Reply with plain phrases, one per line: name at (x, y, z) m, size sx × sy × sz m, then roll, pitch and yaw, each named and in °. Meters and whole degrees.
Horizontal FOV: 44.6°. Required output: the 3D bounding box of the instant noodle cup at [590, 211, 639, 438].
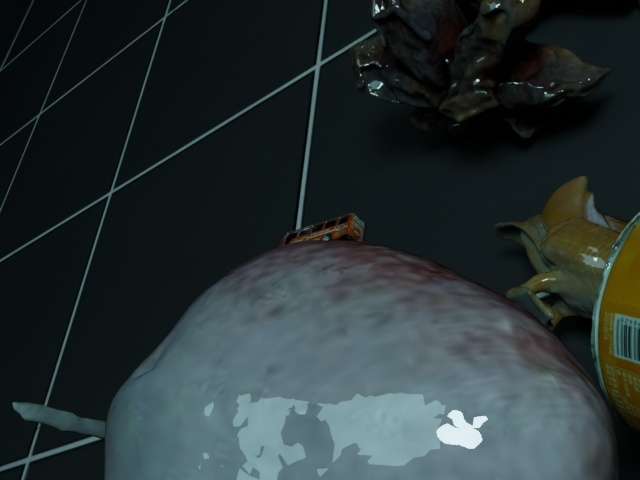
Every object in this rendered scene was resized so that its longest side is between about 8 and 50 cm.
instant noodle cup at (0.265, 0.055, 0.408) m, size 0.215 × 0.216 × 0.172 m, roll -60°, pitch 25°, yaw -9°

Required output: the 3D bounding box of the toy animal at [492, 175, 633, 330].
toy animal at (0.220, 0.003, 0.606) m, size 0.179 × 0.089 × 0.188 m, roll -37°, pitch 36°, yaw -5°

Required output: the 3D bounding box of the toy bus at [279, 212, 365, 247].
toy bus at (0.000, 0.000, 0.892) m, size 0.110 × 0.031 × 0.043 m, roll -16°, pitch 47°, yaw 38°

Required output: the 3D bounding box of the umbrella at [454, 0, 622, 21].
umbrella at (0.194, -0.290, 0.856) m, size 0.340 × 0.118 × 0.118 m, roll 23°, pitch 79°, yaw 49°

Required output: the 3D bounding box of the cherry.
cherry at (0.014, 0.162, 0.515) m, size 0.326 × 0.291 × 0.335 m, roll -54°, pitch 38°, yaw -9°

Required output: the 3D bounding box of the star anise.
star anise at (0.133, -0.163, 0.728) m, size 0.220 × 0.214 × 0.098 m, roll -28°, pitch 34°, yaw 60°

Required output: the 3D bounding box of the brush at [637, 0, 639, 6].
brush at (0.316, -0.270, 0.771) m, size 0.034 × 0.028 × 0.190 m, roll -33°, pitch 48°, yaw 32°
